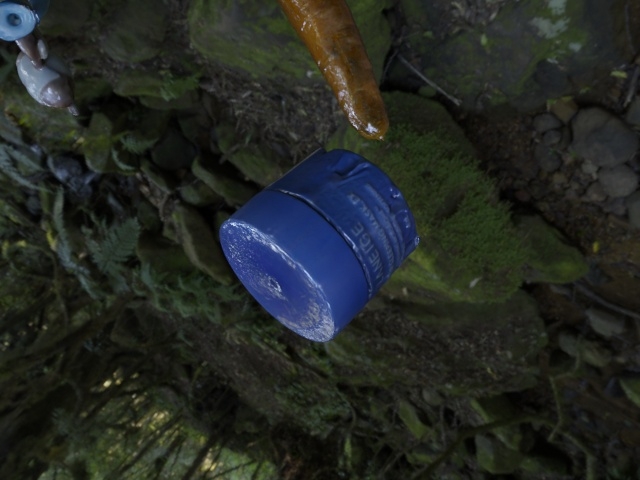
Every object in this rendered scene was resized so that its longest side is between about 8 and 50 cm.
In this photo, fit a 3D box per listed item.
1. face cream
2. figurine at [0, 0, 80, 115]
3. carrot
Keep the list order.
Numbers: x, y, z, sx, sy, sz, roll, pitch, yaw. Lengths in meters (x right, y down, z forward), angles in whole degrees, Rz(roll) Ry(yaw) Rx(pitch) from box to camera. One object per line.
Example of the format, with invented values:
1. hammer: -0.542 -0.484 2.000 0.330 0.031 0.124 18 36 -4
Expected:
1. face cream: 0.000 0.000 0.874 0.249 0.225 0.249 34 152 21
2. figurine: -0.262 -0.208 0.462 0.260 0.103 0.205 38 170 48
3. carrot: 0.008 -0.175 0.472 0.061 0.061 0.209 100 146 -73
